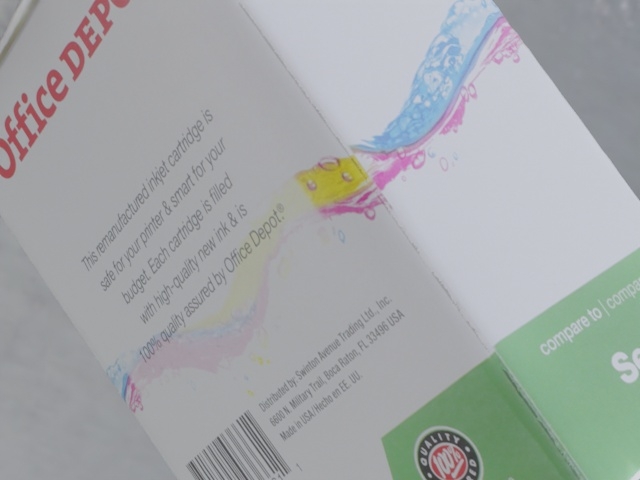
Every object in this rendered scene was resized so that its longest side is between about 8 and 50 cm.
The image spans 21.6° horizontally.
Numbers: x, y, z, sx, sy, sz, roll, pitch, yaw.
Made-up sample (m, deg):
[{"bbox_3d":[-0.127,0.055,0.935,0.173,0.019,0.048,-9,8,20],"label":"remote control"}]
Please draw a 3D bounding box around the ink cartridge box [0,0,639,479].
[{"bbox_3d":[0.000,0.000,0.500,0.093,0.212,0.154,-31,170,-40],"label":"ink cartridge box"}]
